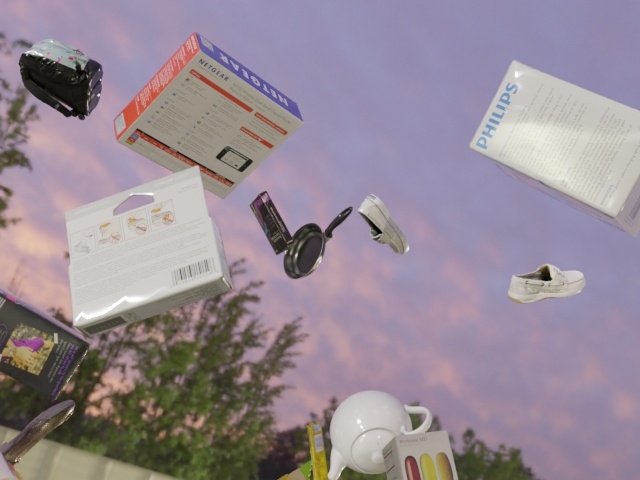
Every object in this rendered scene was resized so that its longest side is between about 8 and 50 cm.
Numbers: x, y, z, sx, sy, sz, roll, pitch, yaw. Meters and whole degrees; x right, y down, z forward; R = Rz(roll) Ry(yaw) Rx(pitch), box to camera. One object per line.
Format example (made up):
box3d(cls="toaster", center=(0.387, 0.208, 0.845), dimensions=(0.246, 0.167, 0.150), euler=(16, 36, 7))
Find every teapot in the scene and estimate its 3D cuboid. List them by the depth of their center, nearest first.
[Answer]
box3d(cls="teapot", center=(0.154, 0.556, 2.124), dimensions=(0.252, 0.256, 0.187), euler=(13, 16, -11))

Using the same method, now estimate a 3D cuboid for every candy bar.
box3d(cls="candy bar", center=(-0.004, 0.455, 1.576), dimensions=(0.040, 0.162, 0.018), euler=(-7, -1, -36))

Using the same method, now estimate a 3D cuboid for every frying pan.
box3d(cls="frying pan", center=(-0.012, -0.013, 2.466), dimensions=(0.053, 0.326, 0.197), euler=(26, 17, -35))

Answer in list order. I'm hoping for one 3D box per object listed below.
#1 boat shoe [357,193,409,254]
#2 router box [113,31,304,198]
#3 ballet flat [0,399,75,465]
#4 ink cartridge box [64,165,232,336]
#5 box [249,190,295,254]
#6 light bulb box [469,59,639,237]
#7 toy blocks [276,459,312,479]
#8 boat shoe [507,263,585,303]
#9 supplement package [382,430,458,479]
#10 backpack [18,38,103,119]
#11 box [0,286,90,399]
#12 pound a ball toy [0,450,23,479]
box3d(cls="boat shoe", center=(0.194, -0.034, 2.429), dimensions=(0.095, 0.084, 0.258), euler=(23, -25, 55))
box3d(cls="router box", center=(-0.260, -0.280, 1.796), dimensions=(0.301, 0.082, 0.335), euler=(-40, -45, 21))
box3d(cls="ballet flat", center=(-0.745, 0.510, 1.993), dimensions=(0.084, 0.250, 0.058), euler=(-11, -69, 43))
box3d(cls="ink cartridge box", center=(-0.312, 0.017, 1.348), dimensions=(0.275, 0.239, 0.060), euler=(-18, -31, 4))
box3d(cls="box", center=(-0.133, -0.045, 2.058), dimensions=(0.162, 0.029, 0.116), euler=(60, -23, 3))
box3d(cls="light bulb box", center=(0.590, -0.202, 1.744), dimensions=(0.361, 0.225, 0.358), euler=(31, 8, 29))
box3d(cls="toy blocks", center=(-0.117, 0.866, 2.225), dimensions=(0.261, 0.381, 0.191), euler=(54, -23, 19))
box3d(cls="boat shoe", center=(0.691, 0.118, 2.289), dimensions=(0.277, 0.096, 0.098), euler=(-11, 22, -26))
box3d(cls="supplement package", center=(0.244, 0.590, 1.792), dimensions=(0.139, 0.244, 0.134), euler=(-3, -28, -13))
box3d(cls="backpack", center=(-0.599, -0.383, 1.756), dimensions=(0.182, 0.115, 0.152), euler=(24, -51, 1))
box3d(cls="box", center=(-0.657, 0.208, 1.641), dimensions=(0.270, 0.143, 0.165), euler=(35, -12, -19))
box3d(cls="pound a ball toy", center=(-0.714, 0.565, 1.635), dimensions=(0.135, 0.208, 0.319), euler=(-5, 4, -31))
